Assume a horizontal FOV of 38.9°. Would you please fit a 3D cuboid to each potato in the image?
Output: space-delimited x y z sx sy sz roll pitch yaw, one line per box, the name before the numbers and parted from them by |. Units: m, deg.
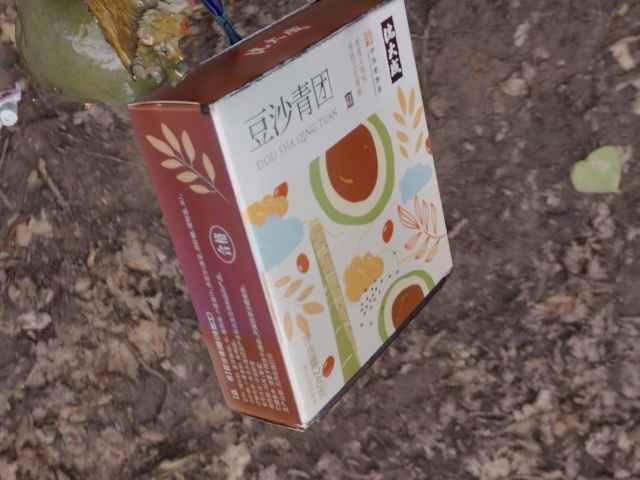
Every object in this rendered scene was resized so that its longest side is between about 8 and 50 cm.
potato | -0.240 -0.233 0.989 0.160 0.235 0.178 -3 122 -39

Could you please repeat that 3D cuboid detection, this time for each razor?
razor | -0.110 -0.251 1.055 0.044 0.028 0.154 -32 133 -1

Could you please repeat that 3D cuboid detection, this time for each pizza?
pizza | -0.110 -0.163 0.514 0.052 0.195 0.185 -37 121 -13

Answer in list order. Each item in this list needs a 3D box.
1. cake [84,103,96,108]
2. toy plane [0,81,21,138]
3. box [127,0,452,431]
cake | -0.403 -0.357 1.762 0.090 0.225 0.109 10 135 -8
toy plane | -0.625 -0.216 1.519 0.252 0.252 0.118 -18 130 -14
box | -0.005 -0.044 1.041 0.344 0.122 0.385 -41 126 -42
